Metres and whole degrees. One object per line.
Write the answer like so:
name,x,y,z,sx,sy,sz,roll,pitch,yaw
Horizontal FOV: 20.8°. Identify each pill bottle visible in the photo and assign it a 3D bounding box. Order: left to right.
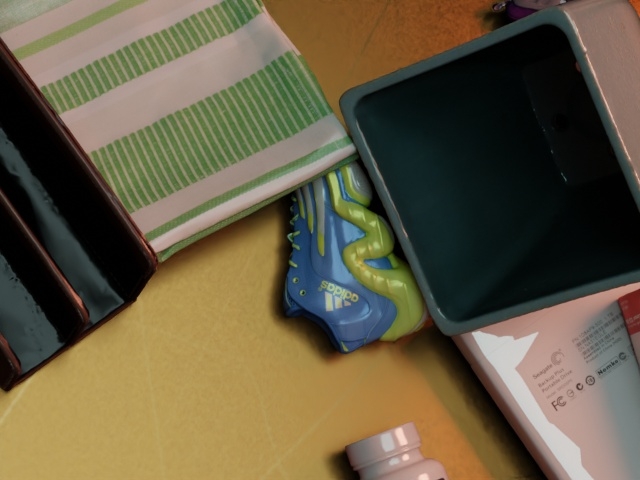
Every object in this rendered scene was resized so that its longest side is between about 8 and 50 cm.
pill bottle,0.083,0.257,1.606,0.094,0.094,0.169,-18,82,-17

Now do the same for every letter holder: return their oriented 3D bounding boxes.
letter holder,-0.293,-0.045,1.516,0.152,0.214,0.302,-36,88,-18

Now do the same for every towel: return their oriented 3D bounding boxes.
towel,-0.144,-0.157,1.625,0.248,0.038,0.325,-28,72,-12

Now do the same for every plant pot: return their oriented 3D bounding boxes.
plant pot,0.218,-0.091,1.619,0.252,0.248,0.247,-32,100,-53

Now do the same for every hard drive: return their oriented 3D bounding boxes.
hard drive,0.319,0.173,1.681,0.233,0.047,0.353,-34,87,-15

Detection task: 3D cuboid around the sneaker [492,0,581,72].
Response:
sneaker,0.263,-0.164,1.766,0.098,0.083,0.223,-28,84,7

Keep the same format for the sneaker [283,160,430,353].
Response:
sneaker,0.000,0.000,1.645,0.126,0.091,0.240,-31,82,-11

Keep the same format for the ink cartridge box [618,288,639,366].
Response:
ink cartridge box,0.370,0.129,1.640,0.115,0.067,0.198,-14,81,-13
